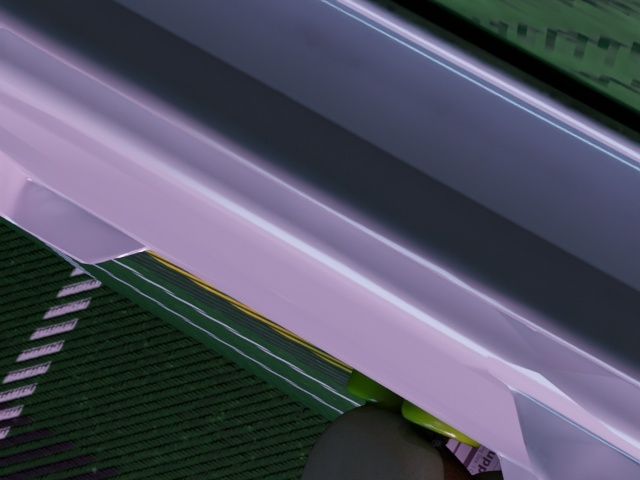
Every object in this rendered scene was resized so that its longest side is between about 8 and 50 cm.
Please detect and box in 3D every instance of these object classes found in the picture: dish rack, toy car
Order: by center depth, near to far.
[{"bbox_3d":[0.000,0.000,0.452,0.333,0.072,0.285,29,172,10],"label":"dish rack"},{"bbox_3d":[0.091,0.176,0.980,0.188,0.155,0.149,25,176,-24],"label":"toy car"}]

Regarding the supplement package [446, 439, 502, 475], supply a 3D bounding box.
[{"bbox_3d":[0.064,0.223,1.151,0.145,0.204,0.262,30,172,9],"label":"supplement package"}]
